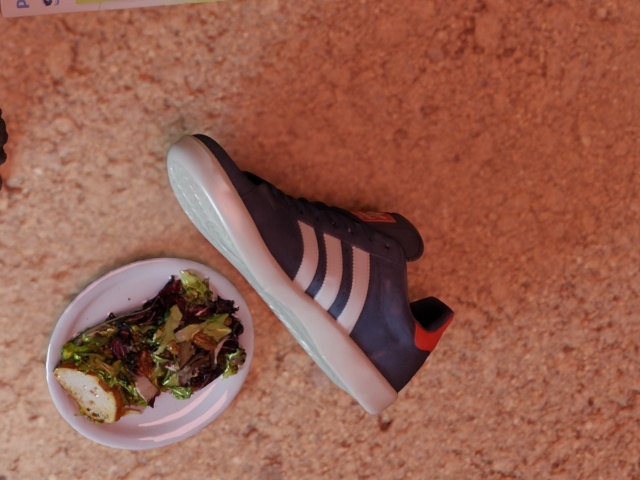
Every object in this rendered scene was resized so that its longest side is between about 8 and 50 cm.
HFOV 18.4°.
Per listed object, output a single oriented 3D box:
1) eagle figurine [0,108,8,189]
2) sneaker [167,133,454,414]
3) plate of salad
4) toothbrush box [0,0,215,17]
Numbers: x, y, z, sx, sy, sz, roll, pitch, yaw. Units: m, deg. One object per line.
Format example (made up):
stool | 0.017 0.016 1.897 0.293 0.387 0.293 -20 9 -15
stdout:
eagle figurine | -0.377 -0.066 1.578 0.298 0.225 0.226 38 86 -20
sneaker | 0.000 0.000 1.795 0.148 0.131 0.350 -43 127 -6
plate of salad | -0.153 0.110 1.821 0.200 0.048 0.200 -8 115 -18
toothbrush box | -0.122 -0.301 1.557 0.283 0.122 0.206 -4 130 -10
